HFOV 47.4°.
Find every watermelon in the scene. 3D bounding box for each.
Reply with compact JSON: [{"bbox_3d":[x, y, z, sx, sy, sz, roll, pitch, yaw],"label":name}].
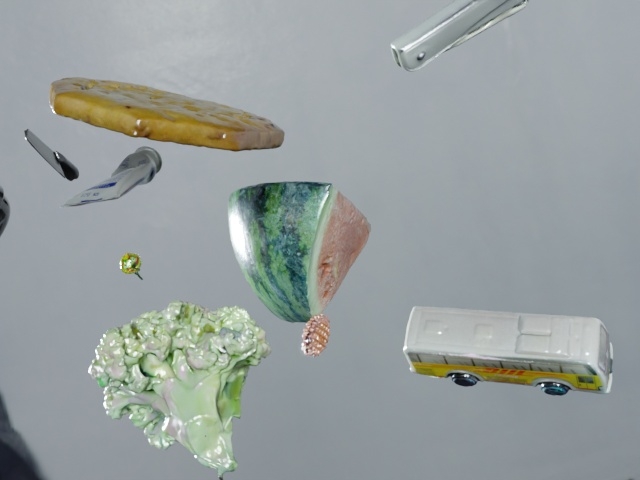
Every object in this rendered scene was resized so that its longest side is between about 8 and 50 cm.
[{"bbox_3d":[-0.008,0.009,1.398,0.250,0.292,0.283,-155,51,-74],"label":"watermelon"}]

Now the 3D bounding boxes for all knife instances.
[{"bbox_3d":[0.221,-0.325,1.050,0.040,0.265,0.073,53,173,39],"label":"knife"},{"bbox_3d":[-0.467,-0.141,1.271,0.060,0.028,0.230,61,174,12],"label":"knife"}]

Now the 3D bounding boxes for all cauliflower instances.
[{"bbox_3d":[-0.185,0.212,1.040,0.315,0.256,0.239,-125,18,-49],"label":"cauliflower"}]

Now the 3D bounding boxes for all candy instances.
[{"bbox_3d":[-0.323,0.053,1.273,0.123,0.035,0.035,102,159,-71],"label":"candy"}]

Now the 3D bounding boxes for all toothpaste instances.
[{"bbox_3d":[-0.337,-0.100,1.232,0.266,0.096,0.061,-70,-32,-68],"label":"toothpaste"}]

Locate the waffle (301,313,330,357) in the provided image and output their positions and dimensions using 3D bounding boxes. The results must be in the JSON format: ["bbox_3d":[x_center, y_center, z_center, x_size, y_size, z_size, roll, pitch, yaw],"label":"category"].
[{"bbox_3d":[-0.006,0.173,1.337,0.083,0.029,0.075,-29,-56,-56],"label":"waffle"}]

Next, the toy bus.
[{"bbox_3d":[0.250,0.144,0.983,0.106,0.268,0.092,60,-141,-51],"label":"toy bus"}]

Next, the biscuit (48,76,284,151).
[{"bbox_3d":[-0.231,-0.193,1.101,0.359,0.359,0.046,-124,45,-71],"label":"biscuit"}]

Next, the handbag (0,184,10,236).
[{"bbox_3d":[-0.636,-0.006,1.181,0.093,0.308,0.254,54,-130,-37],"label":"handbag"}]
